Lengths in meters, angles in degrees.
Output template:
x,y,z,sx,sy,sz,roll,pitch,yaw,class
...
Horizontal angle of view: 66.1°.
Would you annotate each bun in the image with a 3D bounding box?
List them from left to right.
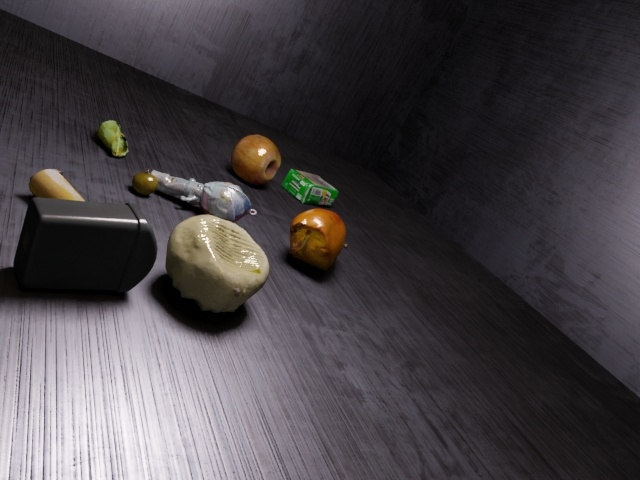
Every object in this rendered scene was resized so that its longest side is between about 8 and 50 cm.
x,y,z,sx,sy,sz,roll,pitch,yaw,class
-0.252,0.060,1.148,0.259,0.160,0.259,40,22,-20,bun

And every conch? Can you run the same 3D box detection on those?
x,y,z,sx,sy,sz,roll,pitch,yaw,class
-0.703,-0.350,1.669,0.200,0.080,0.095,59,16,24,conch

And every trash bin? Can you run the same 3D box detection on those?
x,y,z,sx,sy,sz,roll,pitch,yaw,class
-0.441,0.012,0.953,0.236,0.176,0.101,4,32,-45,trash bin

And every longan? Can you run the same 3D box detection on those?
x,y,z,sx,sy,sz,roll,pitch,yaw,class
-0.524,-0.177,1.474,0.075,0.083,0.075,11,-16,3,longan

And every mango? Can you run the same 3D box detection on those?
x,y,z,sx,sy,sz,roll,pitch,yaw,class
0.000,0.000,1.677,0.201,0.199,0.350,63,11,8,mango

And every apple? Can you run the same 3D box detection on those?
x,y,z,sx,sy,sz,roll,pitch,yaw,class
-0.274,-0.345,2.108,0.188,0.211,0.211,36,19,21,apple

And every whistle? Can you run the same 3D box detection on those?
x,y,z,sx,sy,sz,roll,pitch,yaw,class
-0.369,-0.139,1.564,0.347,0.133,0.142,17,61,-8,whistle

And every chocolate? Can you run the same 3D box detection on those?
x,y,z,sx,sy,sz,roll,pitch,yaw,class
-0.580,-0.074,1.136,0.219,0.085,0.086,41,21,19,chocolate

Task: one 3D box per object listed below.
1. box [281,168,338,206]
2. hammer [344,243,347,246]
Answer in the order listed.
x,y,z,sx,sy,sz,roll,pitch,yaw,class
-0.046,-0.249,2.373,0.180,0.103,0.250,41,19,30,box
0.055,-0.001,2.013,0.123,0.014,0.029,24,10,-10,hammer
